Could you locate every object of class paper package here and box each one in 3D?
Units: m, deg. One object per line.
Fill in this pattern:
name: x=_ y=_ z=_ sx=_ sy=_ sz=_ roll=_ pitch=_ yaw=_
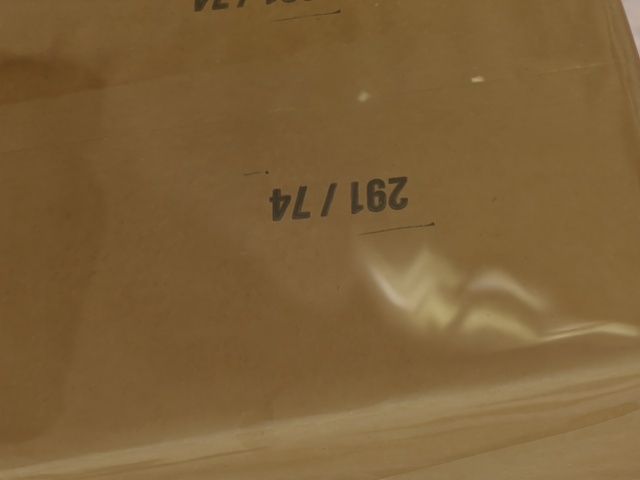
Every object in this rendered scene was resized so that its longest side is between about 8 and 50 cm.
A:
paper package: x=0.000 y=0.000 z=0.895 sx=0.168 sy=0.324 sz=0.310 roll=73 pitch=-173 yaw=-53
